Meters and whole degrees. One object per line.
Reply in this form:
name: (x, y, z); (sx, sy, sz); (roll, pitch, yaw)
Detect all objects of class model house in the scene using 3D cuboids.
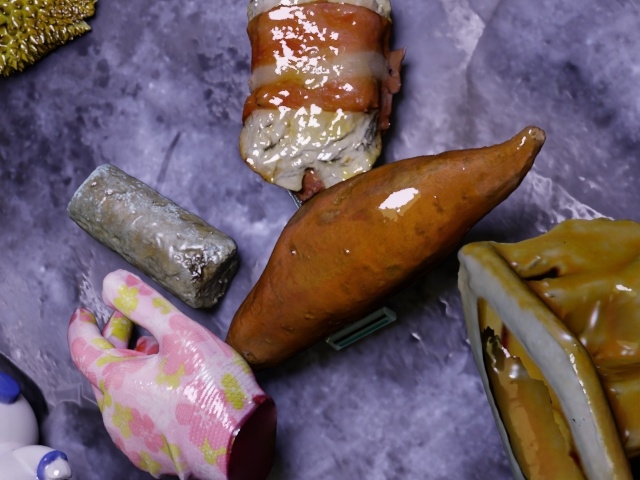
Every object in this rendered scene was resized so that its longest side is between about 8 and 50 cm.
model house: (0.255, 0.099, 0.762); (0.239, 0.173, 0.268); (-14, 83, -15)

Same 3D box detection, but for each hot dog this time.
hot dog: (-0.003, -0.136, 0.891); (0.146, 0.103, 0.213); (9, 79, -1)

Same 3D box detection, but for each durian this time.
durian: (-0.338, -0.235, 1.012); (0.208, 0.102, 0.146); (-35, 82, 16)

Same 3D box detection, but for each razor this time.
razor: (0.002, 0.000, 0.914); (0.068, 0.037, 0.191); (-31, 78, 24)

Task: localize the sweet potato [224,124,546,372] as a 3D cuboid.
sweet potato: (0.027, 0.006, 0.821); (0.359, 0.112, 0.112); (-34, 77, 23)

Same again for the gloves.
gloves: (-0.147, 0.126, 0.880); (0.241, 0.145, 0.126); (20, 59, 29)

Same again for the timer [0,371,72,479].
timer: (-0.263, 0.265, 0.893); (0.383, 0.270, 0.270); (40, 98, 31)

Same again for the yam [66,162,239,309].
yam: (-0.160, -0.009, 0.949); (0.179, 0.078, 0.078); (34, 96, 18)
